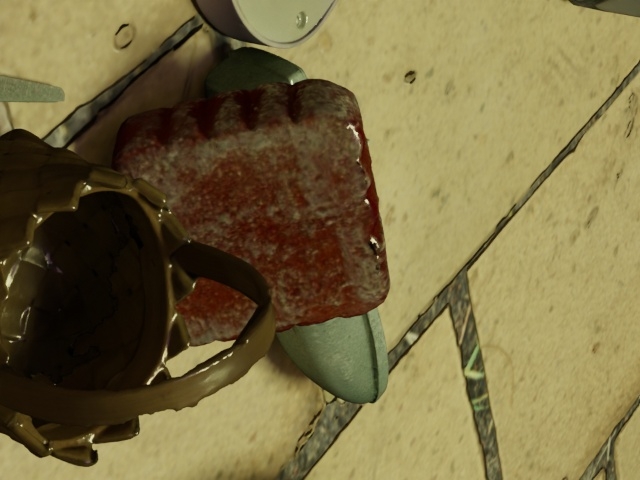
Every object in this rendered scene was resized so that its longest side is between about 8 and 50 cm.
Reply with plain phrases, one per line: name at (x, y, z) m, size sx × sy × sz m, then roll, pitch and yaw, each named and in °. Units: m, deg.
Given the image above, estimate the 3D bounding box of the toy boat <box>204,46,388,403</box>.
toy boat at (0.000, 0.000, 0.977) m, size 0.085 × 0.078 × 0.260 m, roll -36°, pitch 129°, yaw -25°

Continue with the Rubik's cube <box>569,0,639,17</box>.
Rubik's cube at (0.275, -0.295, 1.104) m, size 0.260 × 0.255 × 0.259 m, roll 25°, pitch 81°, yaw -56°

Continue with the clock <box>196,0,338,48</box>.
clock at (0.001, -0.209, 0.912) m, size 0.198 × 0.064 × 0.172 m, roll -48°, pitch 139°, yaw -36°

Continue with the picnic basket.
picnic basket at (-0.103, 0.036, 0.749) m, size 0.128 × 0.178 × 0.137 m, roll -42°, pitch 134°, yaw -39°

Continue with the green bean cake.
green bean cake at (-0.036, -0.016, 0.877) m, size 0.056 × 0.135 × 0.135 m, roll -92°, pitch 172°, yaw -58°

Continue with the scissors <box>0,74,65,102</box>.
scissors at (-0.182, -0.073, 0.744) m, size 0.189 × 0.015 × 0.100 m, roll -1°, pitch 105°, yaw -58°
